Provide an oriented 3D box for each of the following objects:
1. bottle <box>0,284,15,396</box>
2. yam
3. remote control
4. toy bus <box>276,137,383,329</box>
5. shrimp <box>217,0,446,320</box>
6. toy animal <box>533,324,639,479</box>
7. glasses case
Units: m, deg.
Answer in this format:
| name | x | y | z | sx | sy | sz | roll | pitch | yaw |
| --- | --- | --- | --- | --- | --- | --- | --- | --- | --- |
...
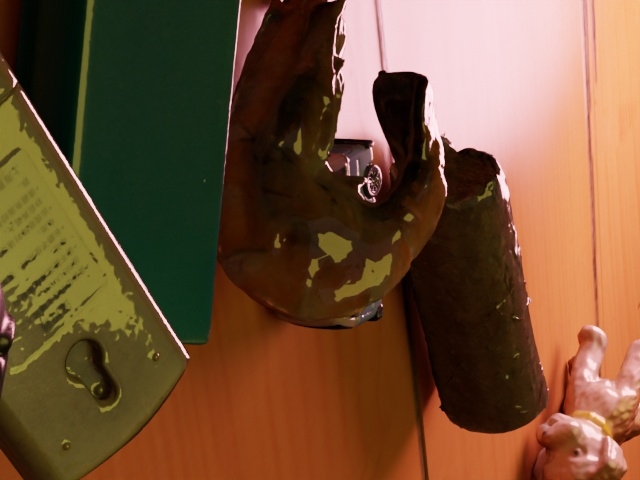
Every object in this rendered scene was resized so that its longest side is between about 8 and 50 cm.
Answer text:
| name | x | y | z | sx | sy | sz | roll | pitch | yaw |
| --- | --- | --- | --- | --- | --- | --- | --- | --- | --- |
| bottle | -0.200 | 0.144 | 0.552 | 0.144 | 0.144 | 0.336 | 52 | 48 | -57 |
| yam | 0.117 | 0.036 | 1.290 | 0.093 | 0.093 | 0.259 | -61 | 147 | -42 |
| remote control | -0.141 | 0.002 | 0.707 | 0.098 | 0.038 | 0.233 | -45 | 126 | -24 |
| toy bus | 0.000 | 0.000 | 1.065 | 0.075 | 0.060 | 0.123 | -28 | 118 | -57 |
| shrimp | 0.016 | -0.067 | 0.999 | 0.059 | 0.145 | 0.254 | 123 | -12 | -59 |
| toy animal | 0.280 | 0.214 | 1.688 | 0.184 | 0.104 | 0.185 | 82 | 22 | -43 |
| glasses case | -0.100 | -0.100 | 0.819 | 0.117 | 0.070 | 0.301 | 6 | 91 | -54 |
